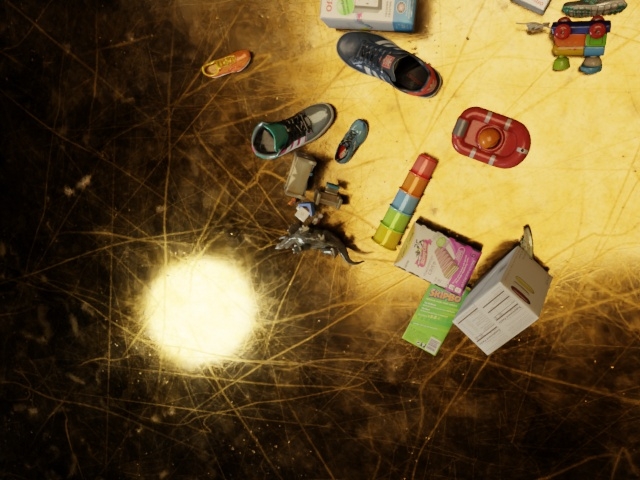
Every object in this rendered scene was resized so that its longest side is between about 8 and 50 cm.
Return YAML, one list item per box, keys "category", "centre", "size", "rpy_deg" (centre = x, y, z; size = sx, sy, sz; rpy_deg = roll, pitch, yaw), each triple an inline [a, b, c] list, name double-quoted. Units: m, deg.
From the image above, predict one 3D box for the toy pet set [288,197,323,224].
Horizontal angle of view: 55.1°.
- category: "toy pet set"
  centre: [-0.045, -0.111, 2.025]
  size: [0.122, 0.114, 0.065]
  rpy_deg: [39, 108, 4]

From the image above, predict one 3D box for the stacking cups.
- category: "stacking cups"
  centre: [0.270, -0.120, 1.936]
  size: [0.096, 0.096, 0.316]
  rpy_deg: [30, 108, 9]

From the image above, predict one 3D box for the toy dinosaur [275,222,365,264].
- category: "toy dinosaur"
  centre: [0.000, 0.000, 2.025]
  size: [0.314, 0.160, 0.120]
  rpy_deg: [7, 102, 9]

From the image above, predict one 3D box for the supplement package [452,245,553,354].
- category: "supplement package"
  centre: [0.539, 0.171, 1.802]
  size: [0.145, 0.262, 0.204]
  rpy_deg: [44, 126, 4]

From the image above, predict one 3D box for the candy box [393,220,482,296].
- category: "candy box"
  centre: [0.369, 0.058, 1.937]
  size: [0.234, 0.071, 0.159]
  rpy_deg: [25, 92, 11]

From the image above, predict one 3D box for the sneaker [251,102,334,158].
- category: "sneaker"
  centre: [-0.105, -0.350, 1.960]
  size: [0.296, 0.178, 0.123]
  rpy_deg: [-29, 91, 20]

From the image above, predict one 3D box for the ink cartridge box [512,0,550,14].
- category: "ink cartridge box"
  centre: [0.618, -0.731, 1.725]
  size: [0.109, 0.063, 0.150]
  rpy_deg: [29, 107, 9]

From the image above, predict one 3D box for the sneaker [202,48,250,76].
- category: "sneaker"
  centre: [-0.311, -0.583, 2.037]
  size: [0.175, 0.067, 0.064]
  rpy_deg: [-21, 92, 18]

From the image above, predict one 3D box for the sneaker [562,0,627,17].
- category: "sneaker"
  centre: [0.760, -0.668, 1.705]
  size: [0.167, 0.065, 0.076]
  rpy_deg: [0, 84, 14]

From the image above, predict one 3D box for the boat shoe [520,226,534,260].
- category: "boat shoe"
  centre: [0.628, 0.034, 1.881]
  size: [0.048, 0.056, 0.153]
  rpy_deg: [-2, 110, 20]

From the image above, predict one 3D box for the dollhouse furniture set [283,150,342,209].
- category: "dollhouse furniture set"
  centre: [-0.013, -0.199, 2.009]
  size: [0.184, 0.129, 0.129]
  rpy_deg: [16, 106, -12]

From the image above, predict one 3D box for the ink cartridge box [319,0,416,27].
- category: "ink cartridge box"
  centre: [0.148, -0.723, 1.783]
  size: [0.270, 0.197, 0.198]
  rpy_deg: [6, 103, 8]

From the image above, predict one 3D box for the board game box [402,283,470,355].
- category: "board game box"
  centre: [0.380, 0.237, 2.006]
  size: [0.124, 0.039, 0.259]
  rpy_deg: [28, 109, 10]

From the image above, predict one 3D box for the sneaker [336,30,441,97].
- category: "sneaker"
  centre: [0.198, -0.540, 1.847]
  size: [0.350, 0.148, 0.131]
  rpy_deg: [26, 107, 11]

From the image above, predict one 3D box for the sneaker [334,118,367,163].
- category: "sneaker"
  centre: [0.096, -0.313, 1.962]
  size: [0.063, 0.073, 0.162]
  rpy_deg: [31, 108, 9]

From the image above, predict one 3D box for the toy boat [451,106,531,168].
- category: "toy boat"
  centre: [0.500, -0.298, 1.801]
  size: [0.231, 0.151, 0.151]
  rpy_deg: [23, 107, 12]

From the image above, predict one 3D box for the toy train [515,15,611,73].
- category: "toy train"
  centre: [0.677, -0.548, 1.733]
  size: [0.248, 0.105, 0.143]
  rpy_deg: [6, 123, 21]
